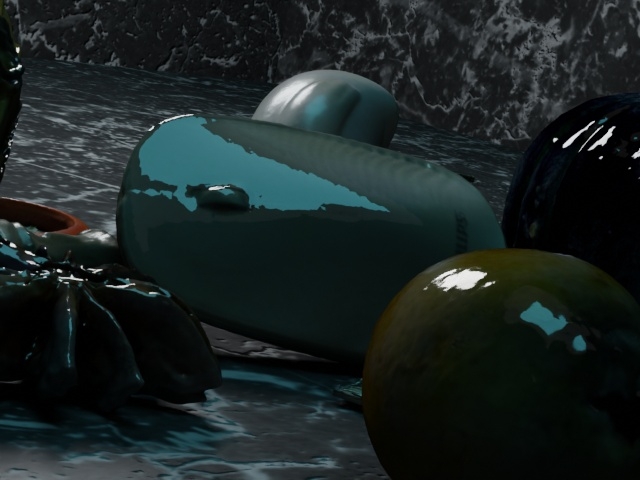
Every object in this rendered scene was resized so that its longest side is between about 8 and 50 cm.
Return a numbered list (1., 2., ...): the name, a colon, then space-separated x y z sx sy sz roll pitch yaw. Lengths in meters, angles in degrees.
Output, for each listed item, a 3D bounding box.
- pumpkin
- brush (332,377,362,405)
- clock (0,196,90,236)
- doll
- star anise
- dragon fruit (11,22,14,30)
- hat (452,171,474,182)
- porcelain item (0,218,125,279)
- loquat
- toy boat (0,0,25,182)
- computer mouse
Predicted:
1. pumpkin: 0.330 0.011 1.395 0.363 0.266 0.363 7 11 -1
2. brush: 0.162 0.146 1.157 0.314 0.017 0.090 16 14 26
3. clock: -0.292 -0.001 1.392 0.205 0.051 0.205 8 9 -1
4. doll: 0.027 -0.031 1.482 0.221 0.221 0.251 13 53 10
5. star anise: -0.186 0.057 1.092 0.229 0.093 0.236 21 17 22
6. dragon fruit: -0.436 -0.159 1.479 0.302 0.295 0.295 -16 25 -38
7. hat: 0.035 -0.036 1.783 0.252 0.110 0.252 9 1 0
8. porcelain item: -0.188 0.023 1.295 0.216 0.081 0.069 3 54 -50
9. loquat: 0.114 0.090 0.973 0.179 0.179 0.227 11 6 -1
10. toy boat: -0.296 -0.067 1.072 0.136 0.162 0.445 -20 28 18
11. computer mouse: 0.002 -0.003 1.311 0.331 0.197 0.095 12 -31 -18
